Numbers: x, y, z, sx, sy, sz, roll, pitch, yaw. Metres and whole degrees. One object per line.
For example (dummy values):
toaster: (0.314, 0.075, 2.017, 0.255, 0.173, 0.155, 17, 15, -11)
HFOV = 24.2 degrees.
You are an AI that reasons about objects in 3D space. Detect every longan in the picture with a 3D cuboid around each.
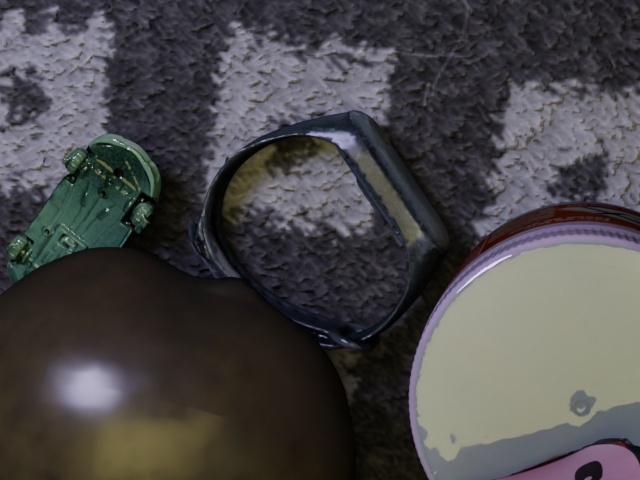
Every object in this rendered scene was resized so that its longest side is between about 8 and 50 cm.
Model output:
longan: (-0.139, 0.154, 1.219, 0.350, 0.288, 0.288, 11, 99, 13)

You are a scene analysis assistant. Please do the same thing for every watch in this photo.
watch: (0.000, 0.000, 1.278, 0.193, 0.068, 0.206, -35, 87, 16)

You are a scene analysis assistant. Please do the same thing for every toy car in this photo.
toy car: (-0.203, -0.014, 1.315, 0.093, 0.058, 0.186, 39, 114, 3)

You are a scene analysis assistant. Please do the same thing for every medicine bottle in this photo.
medicine bottle: (0.205, 0.104, 1.164, 0.252, 0.241, 0.252, 1, 98, 10)

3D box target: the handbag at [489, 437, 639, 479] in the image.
handbag: (0.158, 0.223, 0.979, 0.205, 0.179, 0.116, -22, 101, 18)
